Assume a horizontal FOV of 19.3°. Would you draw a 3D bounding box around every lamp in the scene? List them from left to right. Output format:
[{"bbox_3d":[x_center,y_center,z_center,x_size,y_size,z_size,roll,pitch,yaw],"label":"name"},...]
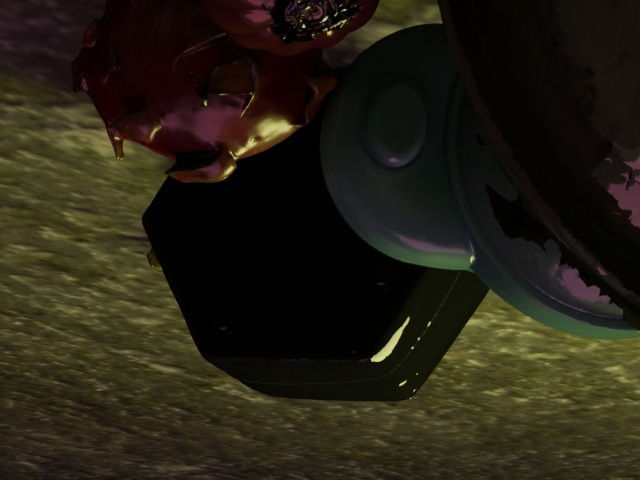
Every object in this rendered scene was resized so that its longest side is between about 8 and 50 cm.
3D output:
[{"bbox_3d":[-0.014,-0.146,0.980,0.107,0.092,0.107,-10,135,-10],"label":"lamp"},{"bbox_3d":[0.143,-0.050,1.092,0.284,0.209,0.147,3,164,9],"label":"lamp"}]

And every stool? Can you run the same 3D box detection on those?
[{"bbox_3d":[0.000,0.000,1.305,0.232,0.232,0.141,-2,165,19],"label":"stool"}]

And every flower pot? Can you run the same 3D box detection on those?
[{"bbox_3d":[0.221,-0.123,0.760,0.290,0.290,0.259,14,148,-38],"label":"flower pot"}]

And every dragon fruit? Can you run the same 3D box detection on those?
[{"bbox_3d":[-0.057,-0.104,1.091,0.166,0.136,0.133,-23,149,15],"label":"dragon fruit"}]

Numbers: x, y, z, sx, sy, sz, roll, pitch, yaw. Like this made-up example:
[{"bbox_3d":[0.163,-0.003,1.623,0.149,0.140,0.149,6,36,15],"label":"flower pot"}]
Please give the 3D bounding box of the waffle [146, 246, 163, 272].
[{"bbox_3d":[-0.017,0.030,1.750,0.245,0.052,0.254,-7,163,37],"label":"waffle"}]
